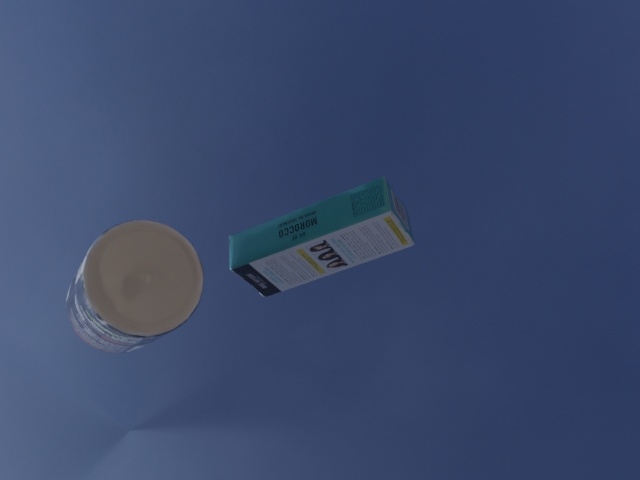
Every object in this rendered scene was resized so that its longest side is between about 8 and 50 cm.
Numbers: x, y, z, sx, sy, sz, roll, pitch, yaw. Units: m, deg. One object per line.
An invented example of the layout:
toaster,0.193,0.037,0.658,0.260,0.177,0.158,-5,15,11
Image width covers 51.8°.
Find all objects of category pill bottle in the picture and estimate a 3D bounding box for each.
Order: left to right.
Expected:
pill bottle,-0.236,0.068,0.799,0.130,0.245,0.130,8,-108,-25

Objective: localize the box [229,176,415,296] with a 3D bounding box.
box,0.000,0.000,0.929,0.244,0.100,0.060,-20,-126,18
